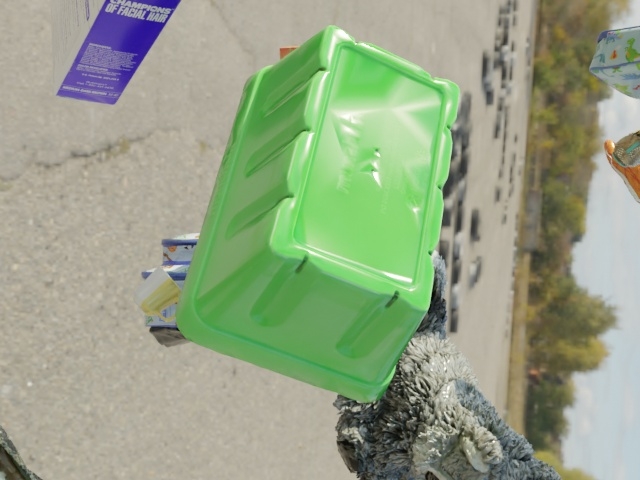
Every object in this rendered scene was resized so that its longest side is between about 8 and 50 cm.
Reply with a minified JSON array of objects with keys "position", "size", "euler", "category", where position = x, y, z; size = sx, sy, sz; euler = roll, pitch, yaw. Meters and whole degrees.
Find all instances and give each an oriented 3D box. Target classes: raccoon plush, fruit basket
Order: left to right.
[{"position":[0.000,0.000,1.009],"size":[0.392,0.283,0.392],"euler":[-59,-163,31],"category":"fruit basket"},{"position":[0.179,0.184,1.218],"size":[0.299,0.216,0.446],"euler":[-24,-118,54],"category":"raccoon plush"}]

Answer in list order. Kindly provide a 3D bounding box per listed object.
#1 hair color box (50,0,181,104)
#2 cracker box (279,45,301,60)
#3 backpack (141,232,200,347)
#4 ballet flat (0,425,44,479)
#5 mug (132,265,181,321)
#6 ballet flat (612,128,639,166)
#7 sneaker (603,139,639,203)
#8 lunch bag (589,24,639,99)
[{"position":[-0.298,-0.365,1.272],"size":[0.339,0.110,0.185],"euler":[-38,-125,52],"category":"hair color box"},{"position":[0.008,-0.262,1.697],"size":[0.067,0.155,0.232],"euler":[-26,116,-58],"category":"cracker box"},{"position":[-0.194,0.088,1.590],"size":[0.263,0.276,0.213],"euler":[-25,106,-71],"category":"backpack"},{"position":[-0.475,0.400,1.292],"size":[0.164,0.483,0.182],"euler":[-39,-179,-15],"category":"ballet flat"},{"position":[-0.248,0.084,1.331],"size":[0.064,0.078,0.062],"euler":[-40,122,-14],"category":"mug"},{"position":[0.625,-0.186,1.680],"size":[0.067,0.073,0.206],"euler":[-44,170,35],"category":"ballet flat"},{"position":[0.690,-0.159,1.932],"size":[0.064,0.067,0.175],"euler":[9,45,-53],"category":"sneaker"},{"position":[0.614,-0.320,1.571],"size":[0.219,0.176,0.090],"euler":[5,-103,61],"category":"lunch bag"}]
